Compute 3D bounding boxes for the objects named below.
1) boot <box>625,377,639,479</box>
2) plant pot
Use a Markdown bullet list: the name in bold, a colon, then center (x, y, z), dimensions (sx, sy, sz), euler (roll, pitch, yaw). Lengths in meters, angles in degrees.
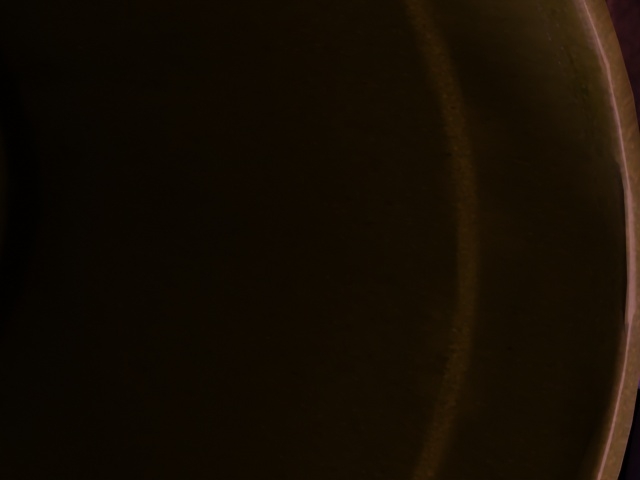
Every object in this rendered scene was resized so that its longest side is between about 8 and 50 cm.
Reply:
- **boot**: center (0.172, 0.071, 0.932), dimensions (0.208, 0.076, 0.190), euler (33, 64, -53)
- **plant pot**: center (-0.148, 0.006, 0.569), dimensions (0.366, 0.353, 0.366), euler (-6, 100, -33)
